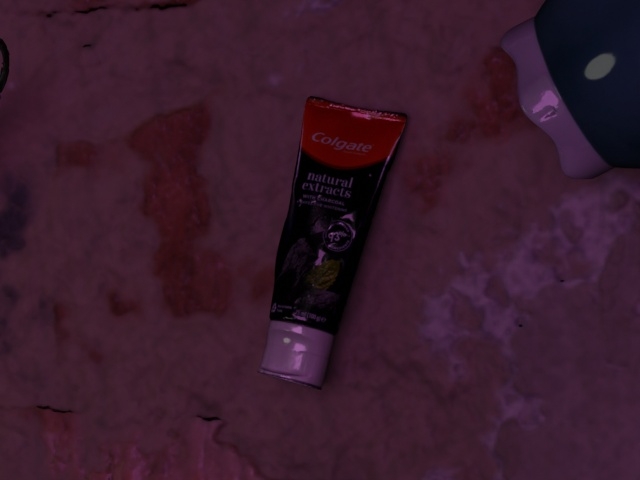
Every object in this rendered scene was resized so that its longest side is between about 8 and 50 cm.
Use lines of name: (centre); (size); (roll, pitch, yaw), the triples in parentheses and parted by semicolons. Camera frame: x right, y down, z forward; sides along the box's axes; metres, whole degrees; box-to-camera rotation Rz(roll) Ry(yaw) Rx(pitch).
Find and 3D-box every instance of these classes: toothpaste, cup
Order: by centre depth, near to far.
cup: (0.212, -0.119, 1.220); (0.173, 0.167, 0.300); (-28, 53, 20)
toothpaste: (0.000, 0.000, 1.321); (0.071, 0.045, 0.193); (13, 83, 15)

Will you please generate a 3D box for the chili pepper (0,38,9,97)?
chili pepper: (-0.323, -0.045, 1.392); (0.279, 0.065, 0.122); (-15, 86, 17)
